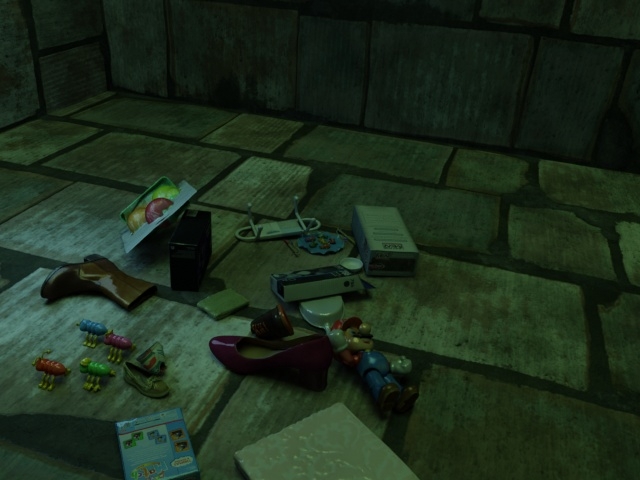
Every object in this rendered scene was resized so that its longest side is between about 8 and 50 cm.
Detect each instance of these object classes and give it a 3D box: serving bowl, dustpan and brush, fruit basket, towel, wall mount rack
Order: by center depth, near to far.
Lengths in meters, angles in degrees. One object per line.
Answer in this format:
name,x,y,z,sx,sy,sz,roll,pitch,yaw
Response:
towel,0.012,0.536,1.384,0.332,0.053,0.317,-16,33,-33
dustpan and brush,0.017,0.251,1.915,0.147,0.060,0.211,-4,23,-9
towel,-0.316,0.207,1.970,0.110,0.027,0.148,27,35,34
serving bowl,0.114,0.095,2.228,0.083,0.027,0.083,4,29,-2
fruit basket,-0.600,-0.093,2.246,0.327,0.165,0.353,-43,29,-8
wall mount rack,-0.159,-0.071,2.368,0.350,0.130,0.304,-9,27,-13

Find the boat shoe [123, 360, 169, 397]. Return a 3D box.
boat shoe,-0.471,0.372,1.624,0.153,0.048,0.056,21,33,28

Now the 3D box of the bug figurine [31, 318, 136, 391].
bug figurine,-0.651,0.310,1.691,0.216,0.072,0.279,11,29,12

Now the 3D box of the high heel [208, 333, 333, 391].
high heel,-0.142,0.285,1.686,0.377,0.181,0.127,12,30,14

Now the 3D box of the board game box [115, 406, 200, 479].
board game box,-0.386,0.495,1.421,0.160,0.039,0.211,-9,30,-22

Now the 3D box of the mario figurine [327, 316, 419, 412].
mario figurine,0.140,0.313,1.668,0.170,0.198,0.320,-35,46,-10

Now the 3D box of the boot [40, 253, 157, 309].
boot,-0.721,0.166,1.967,0.280,0.096,0.264,26,27,22

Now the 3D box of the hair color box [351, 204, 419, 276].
hair color box,0.241,-0.006,2.336,0.185,0.113,0.374,3,28,-8

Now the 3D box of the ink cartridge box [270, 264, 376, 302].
ink cartridge box,0.009,0.139,2.057,0.333,0.065,0.165,-6,12,-20

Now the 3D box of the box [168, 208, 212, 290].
box,-0.451,0.030,2.114,0.103,0.184,0.261,6,29,-2

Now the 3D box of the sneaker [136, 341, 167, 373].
sneaker,-0.460,0.333,1.681,0.057,0.075,0.161,-40,2,-3

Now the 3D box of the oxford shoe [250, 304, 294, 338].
oxford shoe,-0.145,0.252,1.753,0.098,0.097,0.271,-24,-6,-17

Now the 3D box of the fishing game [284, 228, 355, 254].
fishing game,0.000,0.000,2.378,0.264,0.041,0.189,-9,29,-23
